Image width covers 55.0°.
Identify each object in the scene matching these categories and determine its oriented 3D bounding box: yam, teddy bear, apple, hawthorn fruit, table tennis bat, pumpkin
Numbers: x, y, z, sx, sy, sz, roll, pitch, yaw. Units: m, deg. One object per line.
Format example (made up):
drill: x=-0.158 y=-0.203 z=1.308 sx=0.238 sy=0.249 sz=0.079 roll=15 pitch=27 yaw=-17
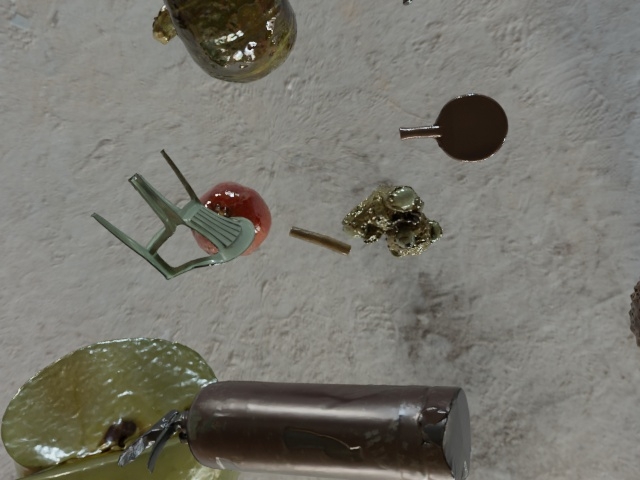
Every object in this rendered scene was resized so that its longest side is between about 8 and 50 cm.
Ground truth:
yam: x=0.000 y=0.000 z=1.405 sx=0.146 sy=0.032 sz=0.032 roll=18 pitch=96 yaw=6
teddy bear: x=0.230 y=-0.049 z=1.840 sx=0.267 sy=0.156 sz=0.256 roll=-28 pitch=114 yaw=34
apple: x=-0.238 y=0.280 z=0.752 sx=0.258 sy=0.295 sz=0.233 roll=-10 pitch=113 yaw=-25
hawthorn fruit: x=-0.267 y=-0.063 z=1.788 sx=0.242 sy=0.271 sz=0.241 roll=0 pitch=80 yaw=-3
table tennis bat: x=0.192 y=-0.162 z=0.929 sx=0.170 sy=0.119 sz=0.107 roll=-1 pitch=105 yaw=22
pumpkin: x=-0.124 y=-0.279 z=0.712 sx=0.163 sy=0.219 sz=0.218 roll=-29 pitch=99 yaw=4

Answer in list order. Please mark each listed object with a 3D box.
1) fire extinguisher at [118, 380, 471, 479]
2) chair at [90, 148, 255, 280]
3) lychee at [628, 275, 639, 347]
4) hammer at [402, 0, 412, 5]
fire extinguisher: x=-0.026 y=0.151 z=0.474 sx=0.268 sy=0.089 sz=0.072 roll=-4 pitch=119 yaw=22
chair: x=-0.305 y=-0.045 z=1.335 sx=0.191 sy=0.203 sz=0.274 roll=-33 pitch=110 yaw=34
lychee: x=0.495 y=0.096 z=0.790 sx=0.200 sy=0.238 sz=0.199 roll=0 pitch=104 yaw=2
hammer: x=0.215 y=-0.733 z=1.716 sx=0.078 sy=0.021 sz=0.200 roll=-34 pitch=59 yaw=27
